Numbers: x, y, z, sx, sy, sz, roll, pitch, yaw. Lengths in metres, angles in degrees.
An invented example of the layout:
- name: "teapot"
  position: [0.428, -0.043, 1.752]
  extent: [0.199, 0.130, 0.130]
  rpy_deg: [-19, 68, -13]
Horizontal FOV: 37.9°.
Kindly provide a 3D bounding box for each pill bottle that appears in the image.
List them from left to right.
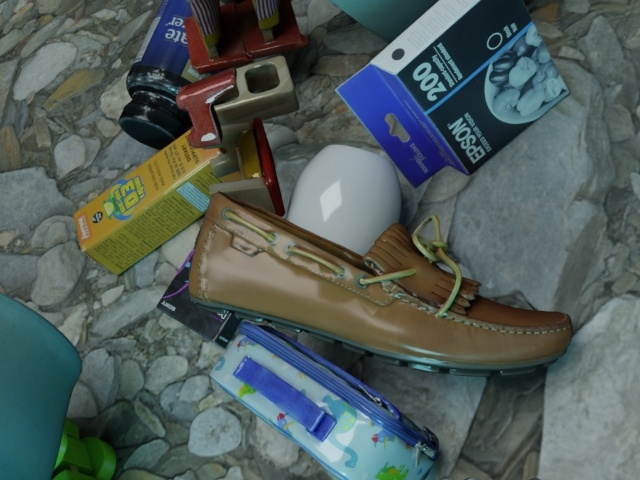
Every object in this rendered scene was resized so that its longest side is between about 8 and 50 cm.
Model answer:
- name: "pill bottle"
  position: [-0.197, -0.240, 1.301]
  extent: [0.123, 0.123, 0.219]
  rpy_deg: [8, 69, 33]

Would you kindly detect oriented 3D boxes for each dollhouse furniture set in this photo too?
- name: "dollhouse furniture set"
  position: [-0.089, -0.226, 1.072]
  extent: [0.152, 0.201, 0.374]
  rpy_deg: [-16, 55, 1]

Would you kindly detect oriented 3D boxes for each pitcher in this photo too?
- name: "pitcher"
  position: [0.000, 0.000, 1.070]
  extent: [0.177, 0.125, 0.207]
  rpy_deg: [9, 80, 49]

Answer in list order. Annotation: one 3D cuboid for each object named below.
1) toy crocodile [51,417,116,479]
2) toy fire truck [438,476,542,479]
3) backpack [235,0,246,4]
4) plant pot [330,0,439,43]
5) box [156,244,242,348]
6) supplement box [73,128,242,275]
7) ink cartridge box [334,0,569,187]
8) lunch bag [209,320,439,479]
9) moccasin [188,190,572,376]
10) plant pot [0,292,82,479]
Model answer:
- name: "toy crocodile"
  position: [-0.284, 0.311, 1.060]
  extent: [0.105, 0.115, 0.340]
  rpy_deg: [-42, 50, 6]
- name: "toy fire truck"
  position: [0.137, 0.293, 0.867]
  extent: [0.192, 0.047, 0.135]
  rpy_deg: [-6, 63, 27]
- name: "backpack"
  position: [-0.158, -0.427, 1.337]
  extent: [0.166, 0.188, 0.144]
  rpy_deg: [-6, 62, 28]
- name: "plant pot"
  position: [0.100, -0.370, 1.107]
  extent: [0.235, 0.293, 0.293]
  rpy_deg: [-52, 50, 15]
- name: "box"
  position: [-0.122, 0.041, 1.165]
  extent: [0.116, 0.029, 0.162]
  rpy_deg: [24, 80, 37]
- name: "supplement box"
  position: [-0.214, -0.056, 1.241]
  extent: [0.233, 0.080, 0.078]
  rpy_deg: [-36, 50, 11]
- name: "ink cartridge box"
  position: [0.149, -0.161, 1.006]
  extent: [0.208, 0.206, 0.045]
  rpy_deg: [-39, 48, 7]
- name: "lunch bag"
  position: [0.003, 0.172, 0.928]
  extent: [0.219, 0.176, 0.090]
  rpy_deg: [28, 81, 38]
- name: "moccasin"
  position: [0.062, 0.037, 0.924]
  extent: [0.380, 0.139, 0.147]
  rpy_deg: [15, 94, 12]
- name: "plant pot"
  position: [-0.385, 0.193, 0.962]
  extent: [0.271, 0.272, 0.255]
  rpy_deg: [3, 50, 31]
